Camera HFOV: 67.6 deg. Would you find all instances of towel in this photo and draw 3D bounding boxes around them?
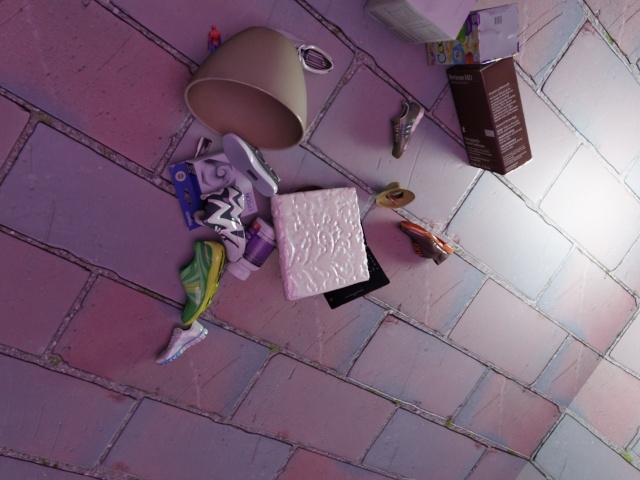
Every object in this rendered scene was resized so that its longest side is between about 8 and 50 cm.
[{"bbox_3d":[0.000,0.000,1.547,0.316,0.053,0.332,-11,94,-30],"label":"towel"}]

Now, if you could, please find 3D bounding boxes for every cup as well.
[{"bbox_3d":[-0.173,-0.431,1.309,0.331,0.331,0.237,24,70,-27],"label":"cup"}]

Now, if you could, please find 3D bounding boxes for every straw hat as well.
[{"bbox_3d":[0.259,-0.171,1.677,0.144,0.144,0.061,12,62,-25],"label":"straw hat"}]

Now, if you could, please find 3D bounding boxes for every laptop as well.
[{"bbox_3d":[0.084,0.060,1.653,0.234,0.264,0.137,-23,152,-12],"label":"laptop"}]

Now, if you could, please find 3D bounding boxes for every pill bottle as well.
[{"bbox_3d":[-0.217,0.029,1.540,0.108,0.108,0.193,36,92,-28],"label":"pill bottle"}]

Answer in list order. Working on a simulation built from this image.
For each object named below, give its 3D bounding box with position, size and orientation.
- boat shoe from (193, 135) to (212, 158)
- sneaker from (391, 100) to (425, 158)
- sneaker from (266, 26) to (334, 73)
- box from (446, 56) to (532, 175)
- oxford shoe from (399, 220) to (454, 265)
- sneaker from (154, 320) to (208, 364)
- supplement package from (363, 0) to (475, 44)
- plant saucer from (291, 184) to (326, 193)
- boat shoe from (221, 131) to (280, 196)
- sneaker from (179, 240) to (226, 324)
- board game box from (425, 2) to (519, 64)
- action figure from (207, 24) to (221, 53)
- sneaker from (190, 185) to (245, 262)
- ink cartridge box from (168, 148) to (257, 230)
[{"bbox_3d":[-0.359,-0.246,1.425,0.038,0.046,0.125,18,93,-21],"label":"boat shoe"},{"bbox_3d":[0.272,-0.381,1.618,0.086,0.064,0.192,25,98,-19],"label":"sneaker"},{"bbox_3d":[-0.075,-0.558,1.398,0.258,0.091,0.094,8,105,-24],"label":"sneaker"},{"bbox_3d":[0.585,-0.431,1.647,0.143,0.191,0.382,-28,116,-10],"label":"box"},{"bbox_3d":[0.384,0.014,1.781,0.271,0.097,0.098,29,102,-27],"label":"oxford shoe"},{"bbox_3d":[-0.473,0.329,1.575,0.190,0.071,0.083,-38,111,-15],"label":"sneaker"},{"bbox_3d":[0.297,-0.719,1.390,0.198,0.262,0.199,24,98,-26],"label":"supplement package"},{"bbox_3d":[-0.038,-0.089,1.600,0.198,0.036,0.199,-5,103,-21],"label":"plant saucer"},{"bbox_3d":[-0.195,-0.234,1.406,0.228,0.080,0.076,48,46,-25],"label":"boat shoe"},{"bbox_3d":[-0.392,0.130,1.526,0.123,0.109,0.296,22,105,1],"label":"sneaker"},{"bbox_3d":[0.459,-0.630,1.479,0.144,0.275,0.142,-18,114,-15],"label":"board game box"},{"bbox_3d":[-0.298,-0.547,1.350,0.038,0.030,0.115,-5,105,-25],"label":"action figure"},{"bbox_3d":[-0.308,-0.041,1.414,0.153,0.094,0.235,-8,118,-27],"label":"sneaker"},{"bbox_3d":[-0.316,-0.152,1.440,0.224,0.045,0.223,-23,124,-21],"label":"ink cartridge box"}]
